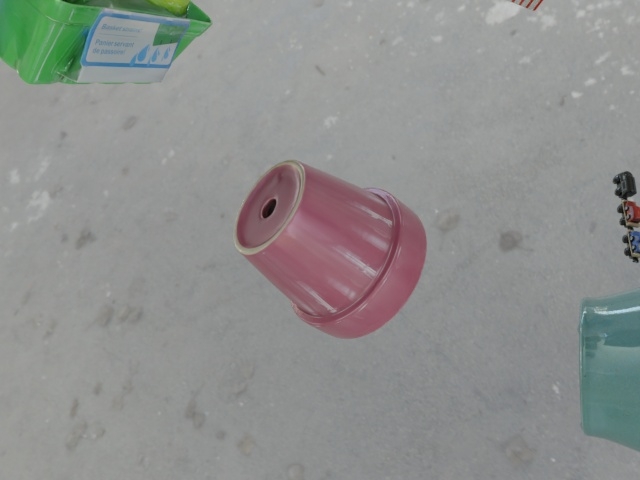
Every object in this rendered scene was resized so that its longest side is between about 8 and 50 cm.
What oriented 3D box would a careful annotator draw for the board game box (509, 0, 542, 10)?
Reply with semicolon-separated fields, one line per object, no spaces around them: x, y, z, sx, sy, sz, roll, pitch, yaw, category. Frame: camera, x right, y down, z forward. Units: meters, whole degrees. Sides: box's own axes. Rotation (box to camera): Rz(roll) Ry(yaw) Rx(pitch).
0.214;-0.396;0.839;0.045;0.147;0.193;124;153;-47;board game box

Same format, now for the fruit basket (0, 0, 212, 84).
-0.183;-0.314;0.629;0.165;0.327;0.353;48;118;9;fruit basket

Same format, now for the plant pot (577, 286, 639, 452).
0.460;0.165;0.801;0.255;0.271;0.271;-2;60;24;plant pot

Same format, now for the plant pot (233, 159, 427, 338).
0.000;0.000;0.801;0.201;0.180;0.201;-31;42;33;plant pot

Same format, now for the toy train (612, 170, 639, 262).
0.493;-0.040;1.019;0.036;0.027;0.158;134;143;-59;toy train
